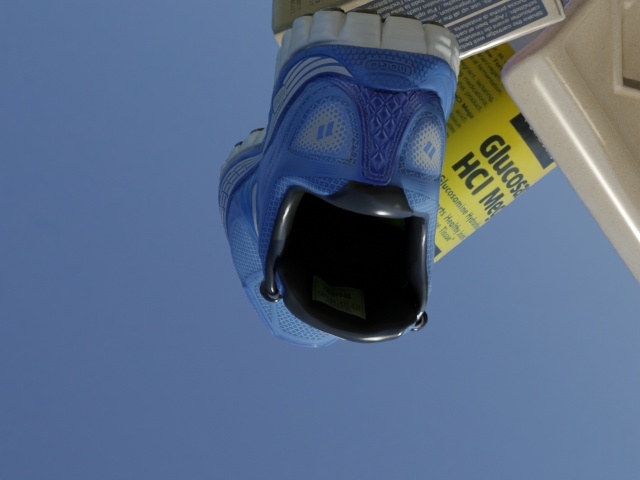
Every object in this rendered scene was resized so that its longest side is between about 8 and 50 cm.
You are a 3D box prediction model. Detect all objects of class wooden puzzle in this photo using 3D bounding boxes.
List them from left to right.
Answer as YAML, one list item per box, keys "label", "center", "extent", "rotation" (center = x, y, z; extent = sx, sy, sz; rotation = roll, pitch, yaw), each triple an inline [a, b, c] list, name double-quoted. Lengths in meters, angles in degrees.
- label: "wooden puzzle"
  center: [0.326, -0.167, 1.550]
  extent: [0.080, 0.348, 0.322]
  rotation: [36, 170, 50]

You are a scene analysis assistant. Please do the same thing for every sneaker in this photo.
- label: "sneaker"
  center: [0.000, 0.000, 1.100]
  extent: [0.130, 0.330, 0.147]
  rotation: [8, -115, -3]

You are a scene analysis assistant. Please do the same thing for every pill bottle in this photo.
- label: "pill bottle"
  center: [0.138, -0.121, 1.756]
  extent: [0.188, 0.334, 0.188]
  rotation: [51, -176, -5]

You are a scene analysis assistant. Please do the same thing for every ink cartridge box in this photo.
- label: "ink cartridge box"
  center: [0.067, -0.217, 1.357]
  extent: [0.234, 0.193, 0.088]
  rotation: [-90, -25, -52]
